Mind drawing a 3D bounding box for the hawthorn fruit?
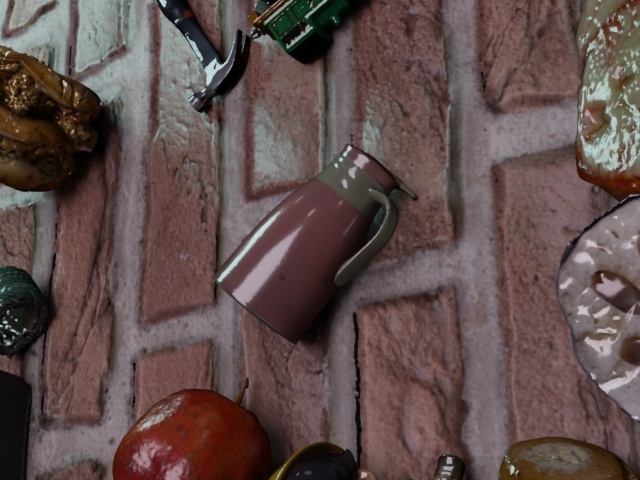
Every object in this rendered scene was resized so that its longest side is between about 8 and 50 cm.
[{"bbox_3d":[-0.148,0.274,1.405,0.207,0.207,0.243,6,48,36],"label":"hawthorn fruit"}]

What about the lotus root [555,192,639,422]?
[{"bbox_3d":[0.389,0.069,1.106,0.272,0.192,0.272,-1,87,21],"label":"lotus root"}]

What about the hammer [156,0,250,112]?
[{"bbox_3d":[-0.209,-0.351,1.768,0.137,0.037,0.290,-41,54,15],"label":"hammer"}]

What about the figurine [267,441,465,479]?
[{"bbox_3d":[0.047,0.339,1.251,0.257,0.167,0.192,3,59,12],"label":"figurine"}]

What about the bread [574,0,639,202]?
[{"bbox_3d":[0.409,-0.198,1.175,0.295,0.114,0.327,-24,49,54],"label":"bread"}]

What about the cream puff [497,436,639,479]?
[{"bbox_3d":[0.262,0.283,1.141,0.150,0.165,0.115,-9,104,-7],"label":"cream puff"}]

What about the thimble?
[{"bbox_3d":[-0.518,0.117,1.743,0.135,0.118,0.090,-50,52,8],"label":"thimble"}]

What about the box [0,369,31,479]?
[{"bbox_3d":[-0.569,0.340,1.686,0.178,0.138,0.274,-14,65,24],"label":"box"}]

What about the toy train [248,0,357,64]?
[{"bbox_3d":[-0.011,-0.361,1.609,0.228,0.091,0.136,-36,66,16],"label":"toy train"}]

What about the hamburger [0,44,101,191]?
[{"bbox_3d":[-0.517,-0.208,1.783,0.245,0.260,0.211,28,92,31],"label":"hamburger"}]

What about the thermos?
[{"bbox_3d":[0.000,0.000,1.427,0.265,0.146,0.176,-50,46,1],"label":"thermos"}]
